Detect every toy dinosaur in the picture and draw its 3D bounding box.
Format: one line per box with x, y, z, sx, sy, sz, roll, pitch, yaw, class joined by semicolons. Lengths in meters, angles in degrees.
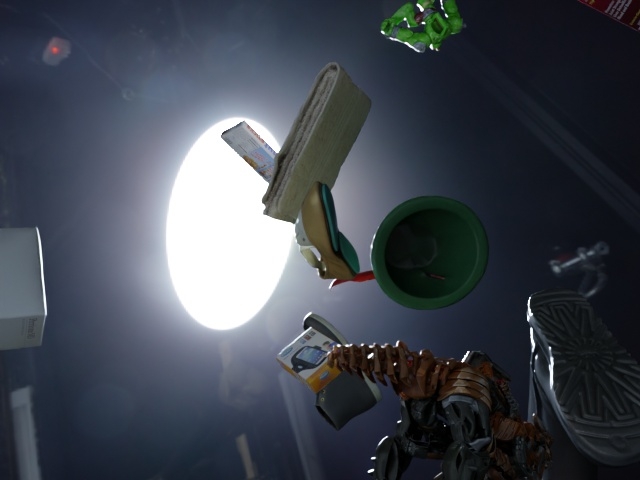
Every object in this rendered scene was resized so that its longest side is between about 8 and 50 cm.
0.126;0.203;0.686;0.164;0.322;0.218;-48;-162;60;toy dinosaur

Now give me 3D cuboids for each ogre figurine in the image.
0.249;-0.507;1.515;0.118;0.197;0.096;55;-33;17;ogre figurine

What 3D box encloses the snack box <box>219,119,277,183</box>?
-0.118;-0.166;1.309;0.064;0.178;0.022;-20;-139;34;snack box

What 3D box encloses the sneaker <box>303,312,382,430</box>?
0.012;0.255;1.280;0.222;0.118;0.083;52;-20;12;sneaker

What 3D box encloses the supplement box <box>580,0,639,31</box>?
0.470;-0.442;1.038;0.240;0.073;0.130;34;-32;13;supplement box

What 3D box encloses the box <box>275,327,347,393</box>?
-0.015;0.189;1.055;0.136;0.081;0.028;21;-36;56;box

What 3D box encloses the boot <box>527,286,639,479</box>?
0.458;0.365;1.163;0.367;0.146;0.444;-84;169;-55;boot

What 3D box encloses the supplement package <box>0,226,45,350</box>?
-0.387;0.056;0.675;0.105;0.180;0.105;-50;-131;53;supplement package

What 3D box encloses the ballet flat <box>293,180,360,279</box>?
0.000;0.000;0.925;0.073;0.232;0.080;-10;-122;11;ballet flat

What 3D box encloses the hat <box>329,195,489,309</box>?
0.135;0.010;1.041;0.183;0.209;0.172;-148;-122;-78;hat

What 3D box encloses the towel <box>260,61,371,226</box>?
-0.006;-0.156;1.152;0.049;0.187;0.282;28;-87;22;towel
